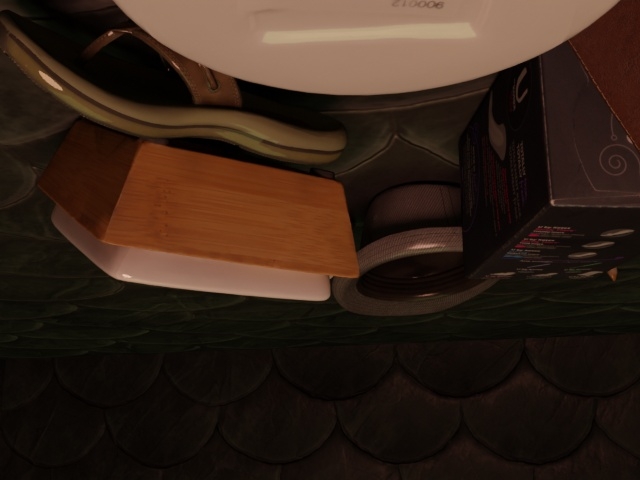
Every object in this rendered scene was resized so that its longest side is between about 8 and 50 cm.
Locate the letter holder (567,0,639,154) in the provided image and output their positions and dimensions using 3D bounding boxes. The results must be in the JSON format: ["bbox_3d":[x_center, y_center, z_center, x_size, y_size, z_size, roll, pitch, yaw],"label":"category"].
[{"bbox_3d":[0.272,-0.161,0.408,0.152,0.214,0.302,-32,173,-5],"label":"letter holder"}]

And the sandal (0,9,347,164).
[{"bbox_3d":[-0.102,-0.133,0.589,0.303,0.086,0.120,7,-153,-37],"label":"sandal"}]

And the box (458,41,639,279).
[{"bbox_3d":[0.230,-0.067,0.692,0.144,0.165,0.270,0,166,-2],"label":"box"}]

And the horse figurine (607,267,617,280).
[{"bbox_3d":[0.409,-0.031,0.912,0.264,0.174,0.066,8,172,19],"label":"horse figurine"}]

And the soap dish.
[{"bbox_3d":[-0.126,-0.037,0.712,0.229,0.118,0.291,9,-172,-31],"label":"soap dish"}]

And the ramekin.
[{"bbox_3d":[0.022,-0.175,0.331,0.278,0.135,0.277,-1,165,0],"label":"ramekin"}]

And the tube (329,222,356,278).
[{"bbox_3d":[0.000,0.000,1.046,0.070,0.062,0.240,39,-168,-4],"label":"tube"}]

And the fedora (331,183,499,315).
[{"bbox_3d":[0.135,0.005,1.038,0.244,0.124,0.275,-1,157,-9],"label":"fedora"}]
